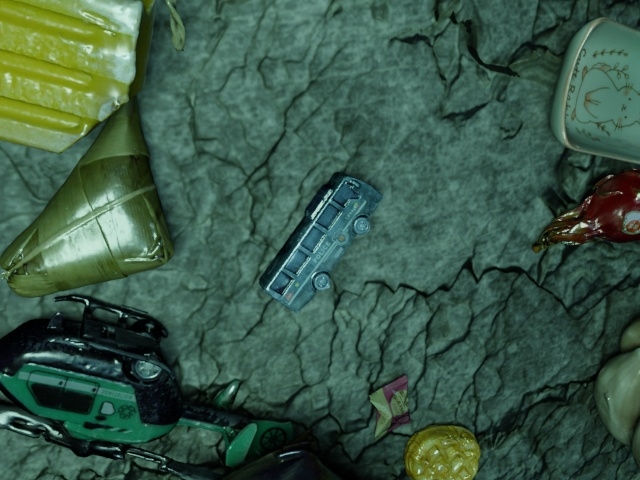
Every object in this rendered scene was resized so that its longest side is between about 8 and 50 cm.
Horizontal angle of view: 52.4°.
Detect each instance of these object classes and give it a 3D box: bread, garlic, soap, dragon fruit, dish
[{"bbox_3d":[0.165,0.289,0.875,0.110,0.044,0.083,8,101,-20],"label":"bread"},{"bbox_3d":[0.506,0.218,0.899,0.292,0.210,0.237,33,98,-34],"label":"garlic"},{"bbox_3d":[-0.262,-0.158,0.527,0.232,0.073,0.140,13,117,-8],"label":"soap"},{"bbox_3d":[0.368,-0.024,0.841,0.190,0.094,0.094,-31,114,-5],"label":"dragon fruit"},{"bbox_3d":[0.371,-0.176,0.802,0.212,0.077,0.151,7,101,-22],"label":"dish"}]

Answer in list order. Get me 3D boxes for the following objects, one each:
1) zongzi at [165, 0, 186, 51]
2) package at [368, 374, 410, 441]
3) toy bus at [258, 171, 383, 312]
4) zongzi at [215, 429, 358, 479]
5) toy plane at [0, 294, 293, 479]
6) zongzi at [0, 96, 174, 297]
[{"bbox_3d":[0.055,-0.401,0.551,0.467,0.218,0.500,-3,109,-28],"label":"zongzi"},{"bbox_3d":[0.090,0.218,0.835,0.059,0.029,0.083,-21,122,-22],"label":"package"},{"bbox_3d":[0.000,0.000,0.728,0.065,0.047,0.166,35,92,-22],"label":"toy bus"},{"bbox_3d":[-0.079,0.431,0.729,0.432,0.208,0.403,-38,141,5],"label":"zongzi"},{"bbox_3d":[-0.190,0.169,0.680,0.381,0.106,0.155,21,103,-25],"label":"toy plane"},{"bbox_3d":[-0.234,-0.042,0.615,0.160,0.078,0.176,-16,100,-16],"label":"zongzi"}]
